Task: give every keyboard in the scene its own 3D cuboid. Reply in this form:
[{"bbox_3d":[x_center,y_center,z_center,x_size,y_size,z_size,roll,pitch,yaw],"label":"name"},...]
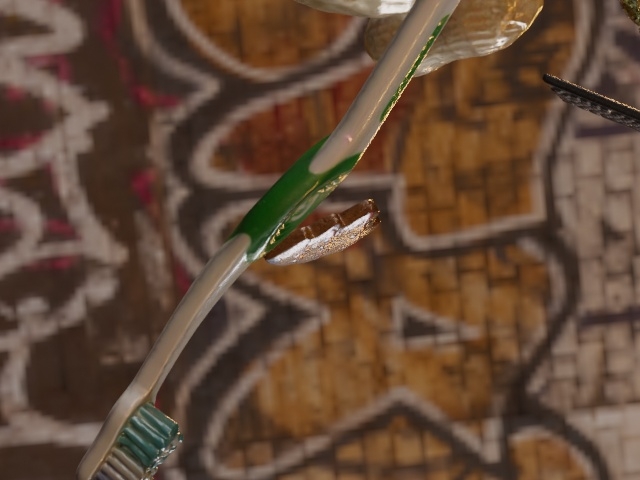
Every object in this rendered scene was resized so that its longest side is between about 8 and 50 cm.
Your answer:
[{"bbox_3d":[0.316,-0.135,1.990,0.041,0.381,0.103,-59,158,2],"label":"keyboard"}]

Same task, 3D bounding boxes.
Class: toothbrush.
[{"bbox_3d":[-0.010,-0.031,0.966,0.418,0.040,0.042,-57,165,16],"label":"toothbrush"}]

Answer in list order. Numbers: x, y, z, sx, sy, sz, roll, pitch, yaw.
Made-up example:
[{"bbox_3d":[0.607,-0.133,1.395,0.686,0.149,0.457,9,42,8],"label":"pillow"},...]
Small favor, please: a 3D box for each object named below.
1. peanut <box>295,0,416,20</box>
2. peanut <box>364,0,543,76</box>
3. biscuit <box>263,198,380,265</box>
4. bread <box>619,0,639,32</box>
[{"bbox_3d":[-0.026,-0.223,1.197,0.123,0.257,0.123,-60,-168,21],"label":"peanut"},{"bbox_3d":[0.124,-0.211,1.840,0.207,0.087,0.087,-14,-102,45],"label":"peanut"},{"bbox_3d":[0.000,0.000,1.874,0.019,0.130,0.119,66,-25,14],"label":"biscuit"},{"bbox_3d":[0.343,-0.261,1.830,0.128,0.140,0.069,55,1,-36],"label":"bread"}]
